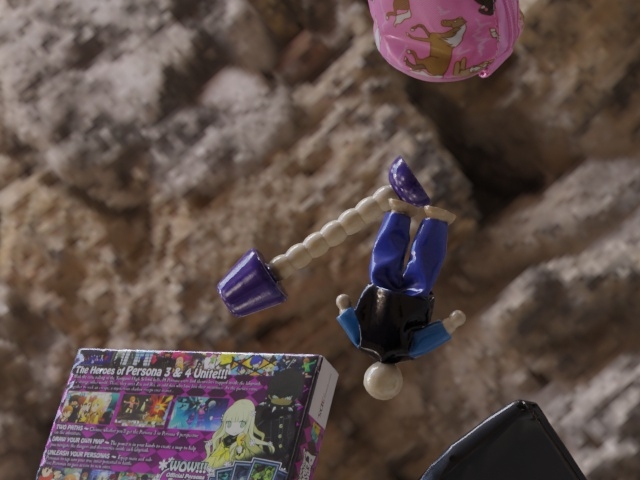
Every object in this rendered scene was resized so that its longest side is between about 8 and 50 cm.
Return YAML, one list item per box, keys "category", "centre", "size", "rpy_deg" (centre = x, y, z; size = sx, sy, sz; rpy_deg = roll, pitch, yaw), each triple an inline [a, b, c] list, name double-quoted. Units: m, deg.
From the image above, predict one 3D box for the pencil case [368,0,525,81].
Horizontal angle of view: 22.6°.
- category: "pencil case"
  centre: [0.112, -0.344, 1.567]
  size: [0.160, 0.167, 0.386]
  rpy_deg: [-12, -50, -4]

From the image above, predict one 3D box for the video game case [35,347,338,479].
- category: "video game case"
  centre: [-0.116, 0.186, 1.242]
  size: [0.042, 0.232, 0.210]
  rpy_deg: [50, -134, -50]

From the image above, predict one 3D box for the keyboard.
- category: "keyboard"
  centre: [0.091, 0.158, 0.725]
  size: [0.100, 0.038, 0.192]
  rpy_deg: [-38, -61, -9]

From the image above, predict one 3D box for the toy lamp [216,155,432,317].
- category: "toy lamp"
  centre: [0.000, 0.000, 1.933]
  size: [0.274, 0.080, 0.080]
  rpy_deg: [-33, -26, 2]

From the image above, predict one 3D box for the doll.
- category: "doll"
  centre: [0.079, 0.060, 1.529]
  size: [0.046, 0.129, 0.189]
  rpy_deg: [30, -106, -69]
